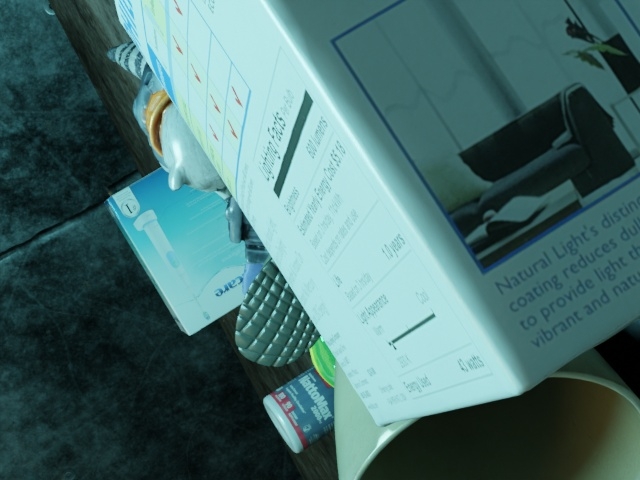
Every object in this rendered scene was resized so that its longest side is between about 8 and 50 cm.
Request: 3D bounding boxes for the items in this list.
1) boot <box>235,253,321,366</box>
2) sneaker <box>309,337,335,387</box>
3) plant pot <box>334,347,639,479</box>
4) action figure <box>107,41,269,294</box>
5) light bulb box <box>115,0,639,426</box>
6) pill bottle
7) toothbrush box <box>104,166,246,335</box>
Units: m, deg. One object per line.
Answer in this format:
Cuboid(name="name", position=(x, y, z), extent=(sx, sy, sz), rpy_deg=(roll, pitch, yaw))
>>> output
Cuboid(name="boot", position=(0.000, 0.000, 1.050), extent=(0.083, 0.247, 0.161), rpy_deg=(25, -166, 1))
Cuboid(name="sneaker", position=(0.089, 0.218, 1.559), extent=(0.296, 0.109, 0.123), rpy_deg=(59, 144, 7))
Cuboid(name="plant pot", position=(0.113, 0.113, 0.926), extent=(0.274, 0.256, 0.257), rpy_deg=(-110, 0, -50))
Cuboid(name="action figure", position=(-0.124, -0.113, 1.043), extent=(0.330, 0.178, 0.342), rpy_deg=(-112, 23, -64))
Cuboid(name="light bulb box", position=(0.053, -0.105, 0.614), extent=(0.361, 0.225, 0.358), rpy_deg=(58, 168, 7))
Cuboid(name="pill bottle", position=(0.007, 0.258, 1.723), extent=(0.108, 0.180, 0.108), rpy_deg=(53, 166, 20))
Cuboid(name="toothbrush box", position=(-0.236, -0.002, 1.964), extent=(0.296, 0.216, 0.126), rpy_deg=(59, 168, -6))
